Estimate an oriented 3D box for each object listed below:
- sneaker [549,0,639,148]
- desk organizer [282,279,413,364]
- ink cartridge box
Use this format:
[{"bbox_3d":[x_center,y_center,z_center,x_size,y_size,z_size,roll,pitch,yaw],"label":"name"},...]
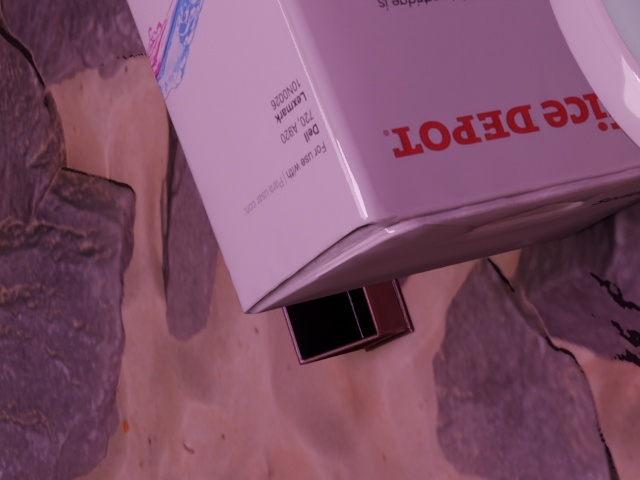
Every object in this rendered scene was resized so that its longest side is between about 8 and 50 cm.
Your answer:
[{"bbox_3d":[0.152,-0.149,0.540,0.151,0.094,0.256,-31,49,50],"label":"sneaker"},{"bbox_3d":[0.000,0.000,0.929,0.047,0.050,0.130,-30,75,53],"label":"desk organizer"},{"bbox_3d":[0.024,-0.126,0.731,0.117,0.201,0.278,-36,71,52],"label":"ink cartridge box"}]
